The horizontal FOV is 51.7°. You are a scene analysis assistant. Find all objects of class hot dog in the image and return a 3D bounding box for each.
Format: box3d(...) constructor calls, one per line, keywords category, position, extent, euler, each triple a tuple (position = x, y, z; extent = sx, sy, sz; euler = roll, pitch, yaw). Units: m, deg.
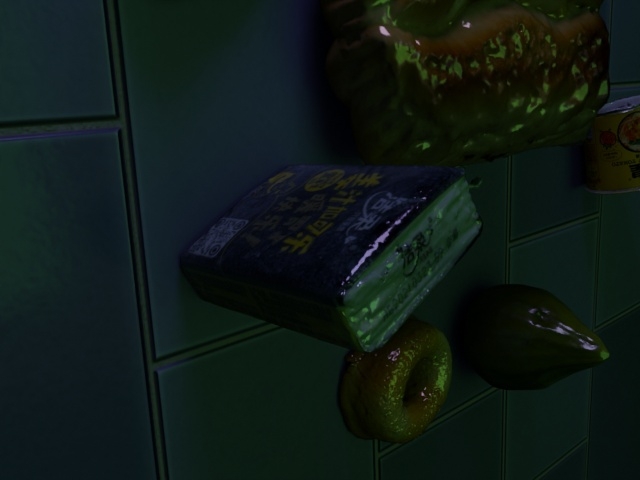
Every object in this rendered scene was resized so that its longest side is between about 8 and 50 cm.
box3d(category="hot dog", position=(0.160, -0.257, 0.793), extent=(0.365, 0.196, 0.367), euler=(-20, 104, -34))

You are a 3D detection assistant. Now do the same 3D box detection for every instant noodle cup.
box3d(category="instant noodle cup", position=(0.558, -0.180, 1.194), extent=(0.182, 0.182, 0.144), euler=(-28, 106, -36))

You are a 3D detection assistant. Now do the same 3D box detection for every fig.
box3d(category="fig", position=(0.304, 0.148, 1.002), extent=(0.167, 0.233, 0.167), euler=(0, 84, -3))

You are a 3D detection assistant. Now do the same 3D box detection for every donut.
box3d(category="donut", position=(0.116, 0.196, 0.916), extent=(0.190, 0.074, 0.174), euler=(-28, 116, -37))

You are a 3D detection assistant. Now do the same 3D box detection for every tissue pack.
box3d(category="tissue pack", position=(0.000, 0.000, 0.646), extent=(0.185, 0.257, 0.081), euler=(-44, 122, -28))

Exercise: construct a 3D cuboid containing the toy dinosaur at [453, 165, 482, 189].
box3d(category="toy dinosaur", position=(0.163, -0.063, 0.939), extent=(0.106, 0.044, 0.187), euler=(16, 100, -30))
